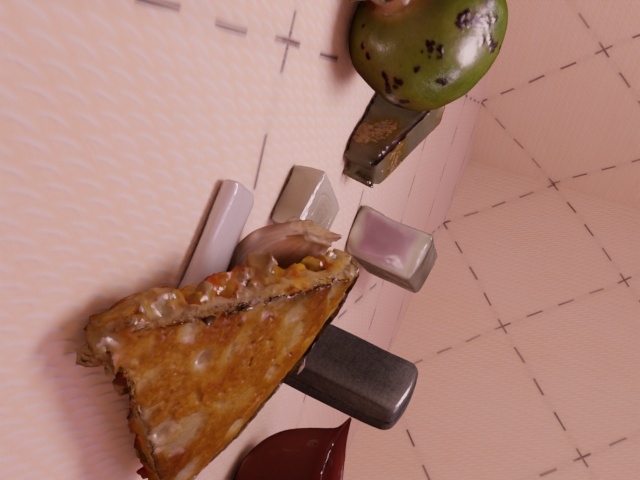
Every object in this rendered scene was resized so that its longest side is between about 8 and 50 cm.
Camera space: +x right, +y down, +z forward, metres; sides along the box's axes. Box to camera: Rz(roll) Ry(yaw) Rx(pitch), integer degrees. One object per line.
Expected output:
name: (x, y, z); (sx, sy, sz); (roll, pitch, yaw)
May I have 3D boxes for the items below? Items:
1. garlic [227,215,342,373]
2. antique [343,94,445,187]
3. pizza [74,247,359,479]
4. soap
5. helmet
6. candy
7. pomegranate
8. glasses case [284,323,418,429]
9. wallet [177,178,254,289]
garlic: (-0.081, 0.088, 1.060); (0.129, 0.149, 0.266); (-30, 139, -47)
antique: (0.158, -0.245, 1.539); (0.284, 0.150, 0.125); (-52, 158, -28)
pizza: (-0.155, 0.130, 0.869); (0.440, 0.130, 0.406); (-51, 148, -4)
soap: (-0.025, -0.053, 1.247); (0.121, 0.064, 0.183); (-65, 163, -12)
helmet: (-0.083, 0.557, 1.466); (0.337, 0.230, 0.384); (9, 91, -76)
candy: (0.206, 0.033, 1.887); (0.145, 0.208, 0.359); (-63, 165, -4)
pomegranate: (0.187, -0.387, 1.182); (0.323, 0.291, 0.290); (50, 61, -72)
glasses case: (0.009, 0.216, 1.193); (0.131, 0.323, 0.074); (-49, 155, -46)
wallet: (-0.148, 0.008, 0.956); (0.095, 0.033, 0.189); (39, 70, -72)
